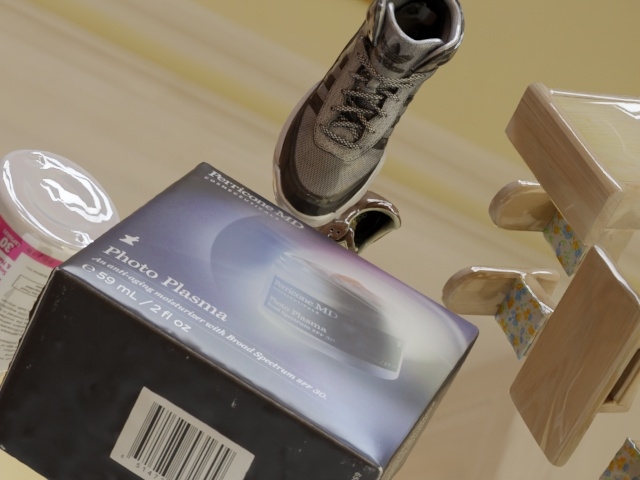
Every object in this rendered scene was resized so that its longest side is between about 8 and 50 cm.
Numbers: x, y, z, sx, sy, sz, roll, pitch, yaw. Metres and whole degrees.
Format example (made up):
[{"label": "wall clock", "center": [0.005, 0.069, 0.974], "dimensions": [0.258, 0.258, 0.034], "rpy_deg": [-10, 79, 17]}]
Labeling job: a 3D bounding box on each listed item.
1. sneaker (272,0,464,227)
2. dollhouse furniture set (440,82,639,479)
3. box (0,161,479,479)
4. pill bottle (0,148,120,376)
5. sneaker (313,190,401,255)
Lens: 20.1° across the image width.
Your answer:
[{"label": "sneaker", "center": [0.046, -0.142, 1.655], "dimensions": [0.269, 0.101, 0.153], "rpy_deg": [-58, -179, -17]}, {"label": "dollhouse furniture set", "center": [0.274, 0.055, 1.854], "dimensions": [0.362, 0.256, 0.394], "rpy_deg": [61, -43, 42]}, {"label": "box", "center": [-0.064, 0.111, 1.481], "dimensions": [0.183, 0.296, 0.294], "rpy_deg": [-62, 172, 25]}, {"label": "pill bottle", "center": [-0.360, 0.046, 2.016], "dimensions": [0.283, 0.160, 0.160], "rpy_deg": [-49, -159, 30]}, {"label": "sneaker", "center": [0.000, 0.000, 1.923], "dimensions": [0.188, 0.066, 0.071], "rpy_deg": [-30, -152, -20]}]
